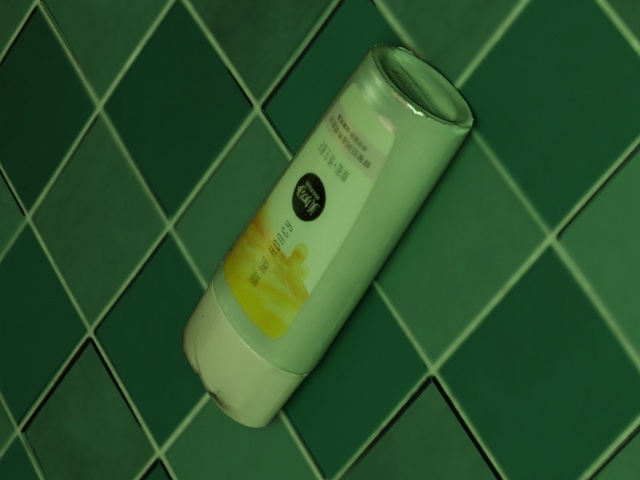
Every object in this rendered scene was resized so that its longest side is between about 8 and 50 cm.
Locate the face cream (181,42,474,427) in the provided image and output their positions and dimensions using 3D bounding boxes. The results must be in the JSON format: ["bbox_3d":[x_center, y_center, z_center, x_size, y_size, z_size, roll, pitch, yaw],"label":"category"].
[{"bbox_3d":[0.000,0.000,1.207,0.269,0.073,0.107,-56,46,28],"label":"face cream"}]
